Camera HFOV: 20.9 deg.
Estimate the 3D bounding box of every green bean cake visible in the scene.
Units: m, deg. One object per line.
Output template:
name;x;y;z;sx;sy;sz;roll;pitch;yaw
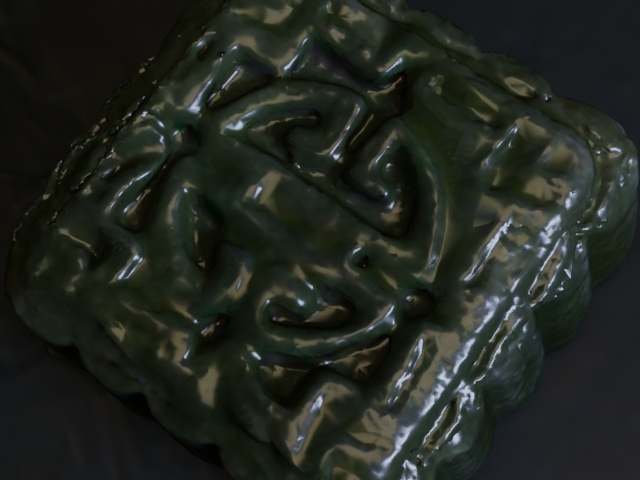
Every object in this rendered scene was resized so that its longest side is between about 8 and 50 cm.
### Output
green bean cake;0.000;0.000;0.635;0.185;0.094;0.183;34;83;15
